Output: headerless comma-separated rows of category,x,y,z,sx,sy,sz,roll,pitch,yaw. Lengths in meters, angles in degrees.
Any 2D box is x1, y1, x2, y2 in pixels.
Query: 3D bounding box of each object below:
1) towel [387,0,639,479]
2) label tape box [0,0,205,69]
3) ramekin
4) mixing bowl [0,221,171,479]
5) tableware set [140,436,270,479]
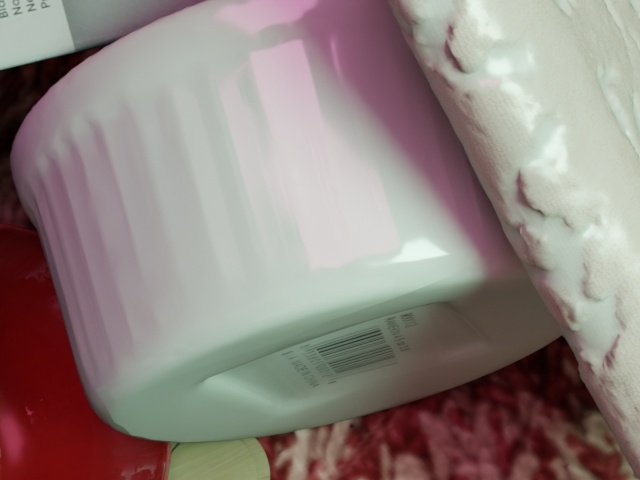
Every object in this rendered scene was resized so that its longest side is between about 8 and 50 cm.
towel,0.152,-0.060,0.604,0.053,0.332,0.317,-20,20,34
label tape box,-0.213,-0.134,0.669,0.347,0.249,0.115,-13,103,-6
ramekin,0.000,0.000,0.638,0.277,0.277,0.135,-13,71,-4
mixing bowl,-0.174,0.091,0.668,0.098,0.181,0.181,-26,59,31
tableware set,-0.061,0.181,0.685,0.141,0.020,0.169,-33,66,-14
